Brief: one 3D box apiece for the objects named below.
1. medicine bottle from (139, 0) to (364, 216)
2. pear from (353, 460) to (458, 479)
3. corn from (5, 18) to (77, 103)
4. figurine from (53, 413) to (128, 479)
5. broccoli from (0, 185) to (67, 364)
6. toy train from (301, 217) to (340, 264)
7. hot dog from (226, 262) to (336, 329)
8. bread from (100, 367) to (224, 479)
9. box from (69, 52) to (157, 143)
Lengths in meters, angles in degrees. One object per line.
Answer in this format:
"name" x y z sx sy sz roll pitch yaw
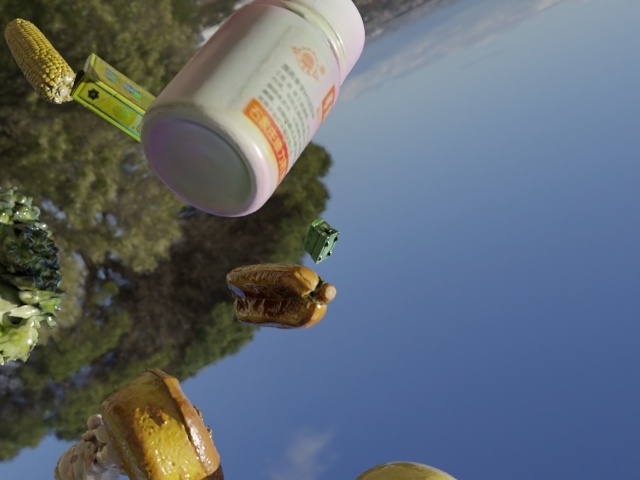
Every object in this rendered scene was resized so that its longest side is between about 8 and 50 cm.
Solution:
"medicine bottle" -0.093 -0.236 1.408 0.219 0.219 0.388 -18 -149 43
"pear" 0.139 0.528 1.534 0.309 0.309 0.309 -26 -171 4
"corn" -0.618 -0.396 1.994 0.091 0.260 0.091 -42 148 1
"figurine" -0.432 0.429 1.787 0.144 0.182 0.257 -2 157 -48
"broccoli" -0.605 0.040 1.488 0.348 0.293 0.281 10 -144 20
"toy train" 0.000 0.000 1.744 0.038 0.056 0.093 -31 157 -35
"hot dog" -0.063 0.081 1.346 0.068 0.100 0.249 -19 -171 -31
"bread" -0.279 0.348 1.579 0.146 0.268 0.268 -27 -172 -25
"box" -0.363 -0.254 1.727 0.064 0.220 0.141 -47 -155 15
